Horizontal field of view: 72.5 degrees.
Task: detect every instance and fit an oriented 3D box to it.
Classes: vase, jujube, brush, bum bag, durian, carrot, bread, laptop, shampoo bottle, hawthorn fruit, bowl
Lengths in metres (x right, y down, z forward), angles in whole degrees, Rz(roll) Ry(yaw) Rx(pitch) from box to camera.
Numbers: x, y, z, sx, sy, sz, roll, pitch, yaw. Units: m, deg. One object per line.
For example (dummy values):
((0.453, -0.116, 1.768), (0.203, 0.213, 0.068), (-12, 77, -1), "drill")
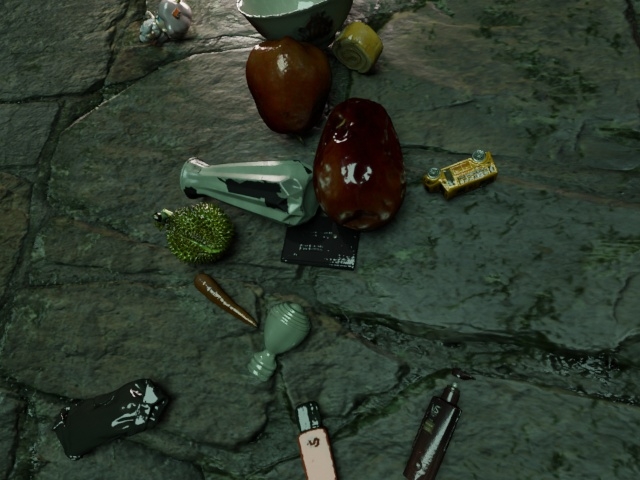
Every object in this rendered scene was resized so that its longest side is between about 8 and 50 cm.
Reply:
((-0.183, -0.138, 1.118), (0.359, 0.165, 0.165), (11, 76, 22), "vase")
((0.090, -0.181, 1.024), (0.222, 0.223, 0.319), (-4, 64, 14), "jujube")
((0.005, 0.509, 0.922), (0.070, 0.051, 0.324), (-15, 67, 3), "brush")
((-0.513, 0.437, 1.070), (0.325, 0.080, 0.142), (-21, 62, 11), "bum bag")
((-0.313, -0.016, 1.120), (0.198, 0.146, 0.160), (-6, 99, 20), "durian")
((-0.240, 0.154, 1.102), (0.216, 0.048, 0.048), (36, 85, 17), "carrot")
((0.098, -0.510, 1.171), (0.122, 0.149, 0.073), (38, 83, -20), "bread")
((0.000, 0.000, 1.096), (0.196, 0.016, 0.136), (5, 73, 16), "laptop")
((0.242, 0.376, 0.886), (0.068, 0.067, 0.237), (20, 79, 29), "shampoo bottle")
((-0.078, -0.385, 1.142), (0.223, 0.224, 0.261), (-2, 97, 15), "hawthorn fruit")
((-0.045, -0.616, 1.199), (0.336, 0.158, 0.338), (-9, 46, 10), "bowl")

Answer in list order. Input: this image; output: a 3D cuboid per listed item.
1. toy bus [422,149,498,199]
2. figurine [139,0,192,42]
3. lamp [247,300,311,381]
((0.325, -0.147, 1.026), (0.162, 0.069, 0.074), (-20, 71, 7), "toy bus")
((-0.493, -0.706, 1.403), (0.228, 0.112, 0.138), (-20, 61, 22), "figurine")
((-0.099, 0.229, 1.012), (0.106, 0.106, 0.193), (34, 93, 22), "lamp")
